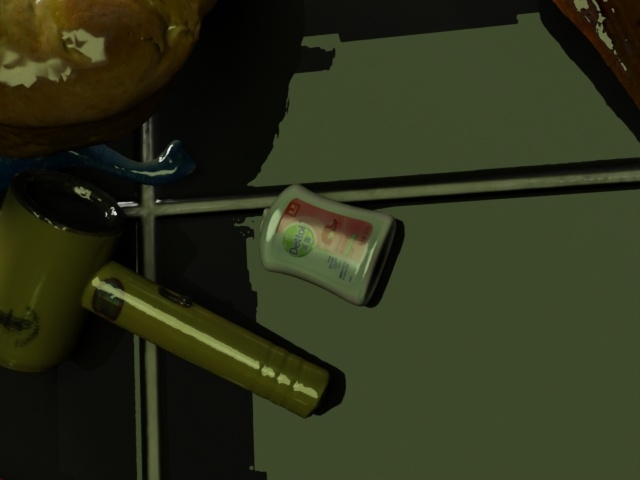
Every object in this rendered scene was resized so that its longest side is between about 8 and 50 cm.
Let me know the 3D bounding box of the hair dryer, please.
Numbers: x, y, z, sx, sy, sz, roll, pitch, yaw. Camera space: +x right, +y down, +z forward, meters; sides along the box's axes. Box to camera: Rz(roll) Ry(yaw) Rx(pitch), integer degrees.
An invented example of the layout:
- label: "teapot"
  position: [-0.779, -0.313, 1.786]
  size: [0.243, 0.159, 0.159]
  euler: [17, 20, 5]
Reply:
- label: "hair dryer"
  position: [-0.126, 0.067, 0.908]
  size: [0.278, 0.090, 0.135]
  euler: [26, 110, 3]

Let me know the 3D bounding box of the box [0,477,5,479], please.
- label: "box"
  position: [-0.310, 0.261, 0.925]
  size: [0.133, 0.099, 0.182]
  euler: [27, 90, 16]

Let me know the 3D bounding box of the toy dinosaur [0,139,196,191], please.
- label: "toy dinosaur"
  position: [-0.246, -0.045, 0.958]
  size: [0.247, 0.075, 0.188]
  euler: [-42, 81, 0]

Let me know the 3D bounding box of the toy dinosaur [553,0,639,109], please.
- label: "toy dinosaur"
  position: [0.154, -0.234, 0.872]
  size: [0.208, 0.097, 0.432]
  euler: [-3, 87, 3]

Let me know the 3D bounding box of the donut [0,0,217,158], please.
- label: "donut"
  position: [-0.214, -0.221, 0.885]
  size: [0.299, 0.150, 0.317]
  euler: [22, 69, -4]

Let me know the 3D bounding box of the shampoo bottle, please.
- label: "shampoo bottle"
  position: [0.000, 0.000, 0.906]
  size: [0.099, 0.043, 0.072]
  euler: [21, 89, 14]
